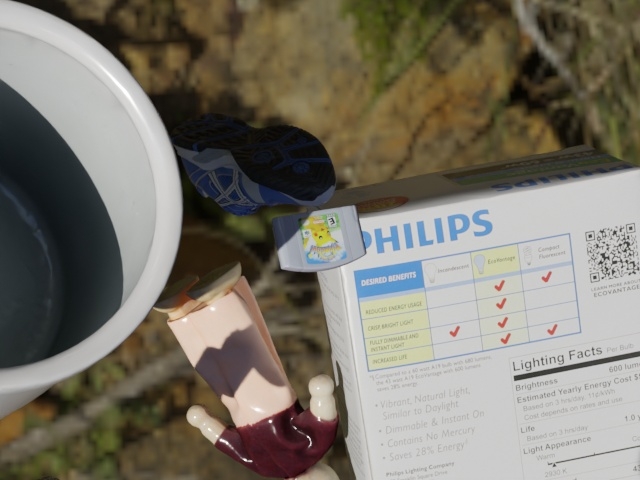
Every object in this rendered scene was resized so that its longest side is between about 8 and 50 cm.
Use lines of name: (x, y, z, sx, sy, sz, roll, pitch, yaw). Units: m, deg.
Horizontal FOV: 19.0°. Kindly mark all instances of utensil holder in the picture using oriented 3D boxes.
utensil holder: (-0.326, 0.001, 1.687, 0.327, 0.327, 0.385, 3, 166, -18)

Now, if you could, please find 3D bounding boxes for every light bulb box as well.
light bulb box: (0.191, 0.104, 2.179, 0.358, 0.361, 0.225, -10, -168, -8)

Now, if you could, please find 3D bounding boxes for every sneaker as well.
sneaker: (-0.058, -0.066, 1.876, 0.080, 0.081, 0.211, -34, -145, -29)

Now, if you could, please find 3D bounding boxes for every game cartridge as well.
game cartridge: (0.000, 0.000, 1.760, 0.083, 0.056, 0.017, -10, 174, -19)

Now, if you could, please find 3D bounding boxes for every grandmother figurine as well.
grandmother figurine: (-0.057, 0.193, 2.177, 0.208, 0.342, 0.104, -14, -163, 48)

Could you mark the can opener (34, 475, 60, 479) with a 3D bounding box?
can opener: (-0.306, 0.288, 1.773, 0.076, 0.095, 0.283, -29, 173, 15)
